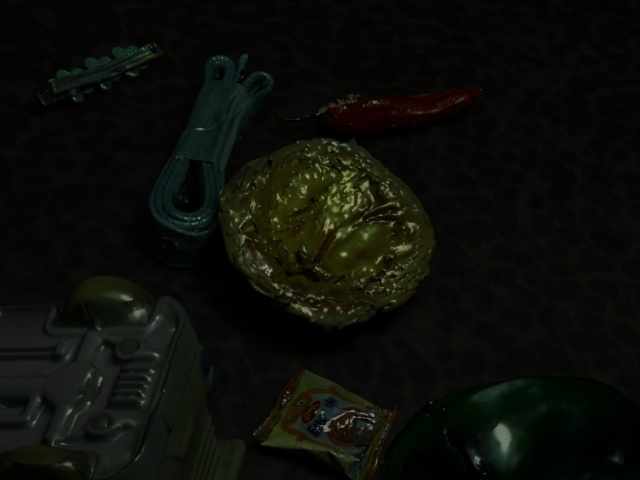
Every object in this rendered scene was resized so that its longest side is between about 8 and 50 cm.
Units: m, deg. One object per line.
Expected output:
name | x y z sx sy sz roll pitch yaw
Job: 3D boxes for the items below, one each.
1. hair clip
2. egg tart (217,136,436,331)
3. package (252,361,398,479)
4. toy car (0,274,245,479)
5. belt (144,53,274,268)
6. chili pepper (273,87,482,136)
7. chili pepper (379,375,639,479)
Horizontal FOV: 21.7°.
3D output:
hair clip | -0.256 -0.192 1.913 0.049 0.049 0.173 40 45 25
egg tart | 0.000 0.000 1.749 0.232 0.098 0.252 26 49 1
package | 0.009 0.179 1.612 0.121 0.031 0.108 23 45 10
toy car | -0.256 0.186 1.442 0.336 0.226 0.242 -6 41 18
belt | -0.120 -0.093 1.828 0.087 0.072 0.302 12 46 5
chili pepper | 0.074 -0.150 1.951 0.268 0.059 0.050 -7 86 -24
chili pepper | 0.187 0.246 1.463 0.257 0.233 0.248 -12 65 -35
